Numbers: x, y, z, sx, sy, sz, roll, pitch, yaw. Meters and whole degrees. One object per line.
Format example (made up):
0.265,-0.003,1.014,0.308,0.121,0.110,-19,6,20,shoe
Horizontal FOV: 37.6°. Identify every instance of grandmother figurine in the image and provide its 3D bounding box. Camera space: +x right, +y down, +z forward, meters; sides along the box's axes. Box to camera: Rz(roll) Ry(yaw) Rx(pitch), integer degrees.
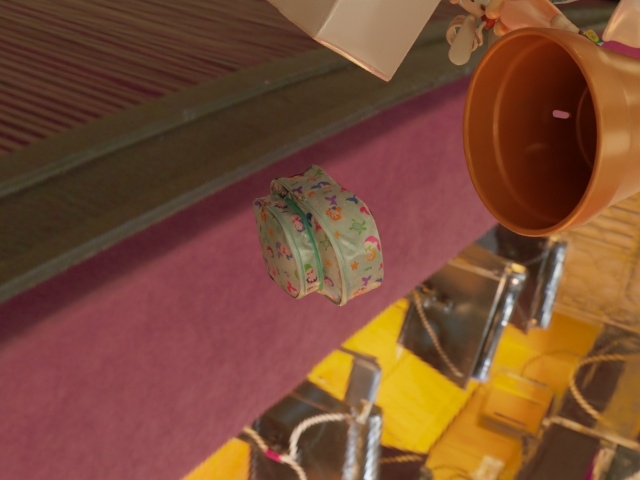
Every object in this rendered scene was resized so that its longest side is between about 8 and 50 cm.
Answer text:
0.430,-0.316,1.581,0.104,0.342,0.208,-52,150,10,grandmother figurine

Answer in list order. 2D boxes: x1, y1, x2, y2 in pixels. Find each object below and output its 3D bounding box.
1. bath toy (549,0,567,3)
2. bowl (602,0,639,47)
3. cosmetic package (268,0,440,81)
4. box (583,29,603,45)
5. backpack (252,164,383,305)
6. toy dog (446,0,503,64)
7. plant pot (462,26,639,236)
0.578,-0.745,2.242,0.129,0.151,0.348,-26,114,-61,bath toy
0.729,-0.511,1.953,0.298,0.134,0.298,-50,166,-17,bowl
0.121,-0.495,1.396,0.161,0.230,0.453,24,107,-35,cosmetic package
0.463,-0.347,1.806,0.179,0.043,0.105,-20,155,-45,box
0.000,0.000,1.730,0.191,0.253,0.225,-26,125,-26,backpack
0.369,-0.411,2.050,0.161,0.334,0.220,-33,157,-32,toy dog
0.372,-0.162,1.358,0.203,0.291,0.291,-8,120,-28,plant pot
